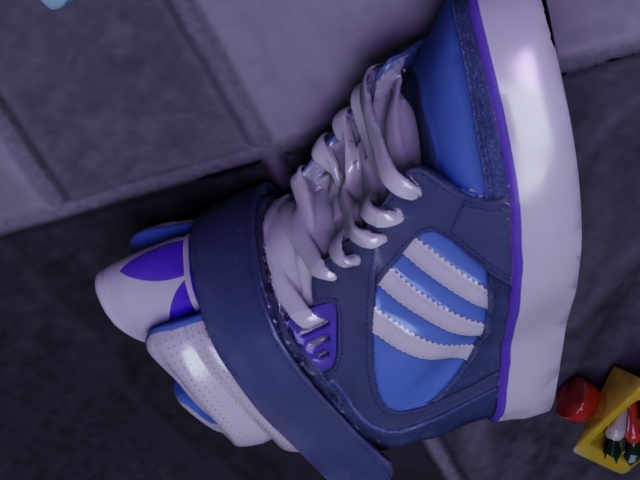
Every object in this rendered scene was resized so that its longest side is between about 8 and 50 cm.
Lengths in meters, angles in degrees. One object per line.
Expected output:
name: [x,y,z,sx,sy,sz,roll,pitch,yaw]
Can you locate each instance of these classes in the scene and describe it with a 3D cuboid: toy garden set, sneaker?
toy garden set: [0.280,0.094,1.148,0.203,0.049,0.244,27,130,-27]
sneaker: [0.000,0.000,0.985,0.236,0.130,0.323,-6,142,-1]

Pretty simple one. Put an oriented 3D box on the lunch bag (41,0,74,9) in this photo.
lunch bag: [-0.081,-0.249,0.707,0.223,0.160,0.262,-23,121,27]
